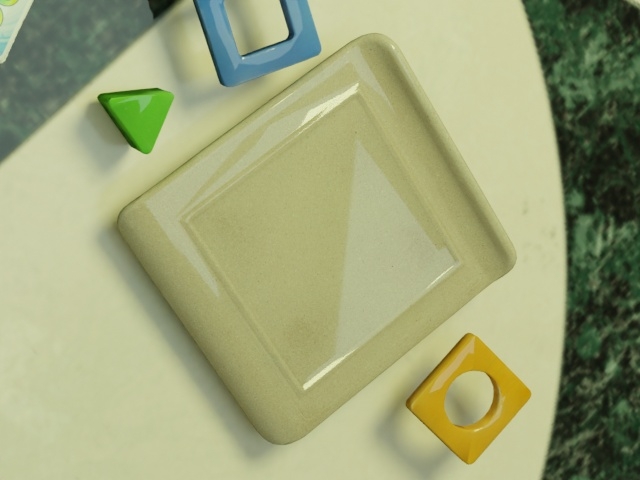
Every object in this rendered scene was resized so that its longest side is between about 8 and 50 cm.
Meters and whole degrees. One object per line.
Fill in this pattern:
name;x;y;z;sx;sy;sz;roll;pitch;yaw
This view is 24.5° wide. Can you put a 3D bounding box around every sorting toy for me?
sorting toy;0.000;0.000;0.890;0.196;0.047;0.347;-36;110;-11

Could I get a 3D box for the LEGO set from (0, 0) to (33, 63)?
LEGO set;-0.185;-0.239;0.766;0.182;0.060;0.244;28;85;-29
